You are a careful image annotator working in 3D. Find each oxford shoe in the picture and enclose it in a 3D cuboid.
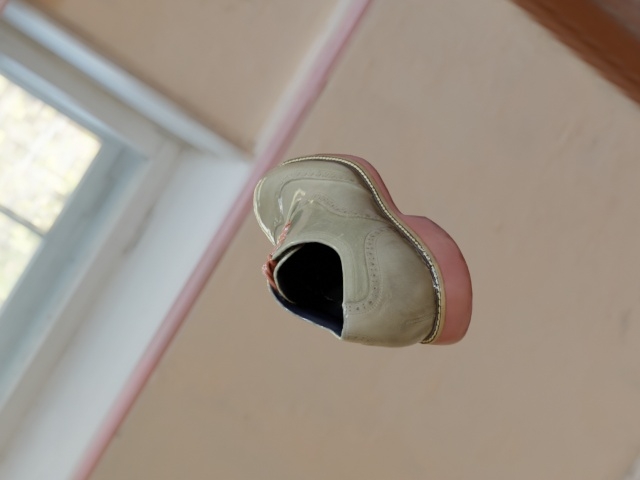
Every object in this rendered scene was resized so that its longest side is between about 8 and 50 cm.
[{"bbox_3d":[0.000,0.000,1.440,0.130,0.123,0.348,-7,-162,-24],"label":"oxford shoe"}]
